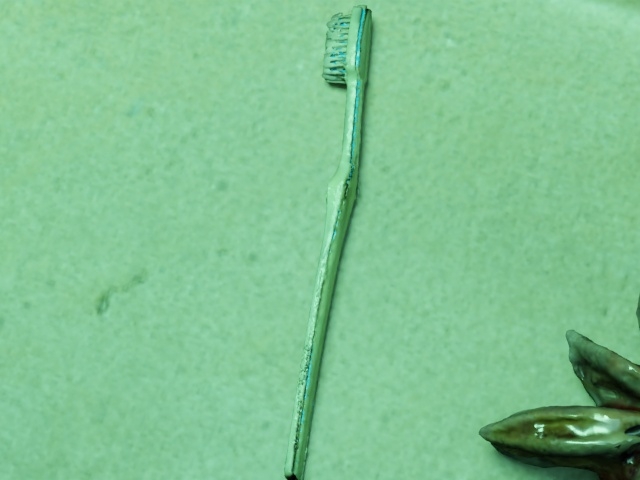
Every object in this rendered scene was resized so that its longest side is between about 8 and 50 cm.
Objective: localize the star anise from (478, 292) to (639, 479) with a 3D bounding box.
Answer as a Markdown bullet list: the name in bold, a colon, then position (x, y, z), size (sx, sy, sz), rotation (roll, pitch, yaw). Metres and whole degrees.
- **star anise**: position (0.214, 0.111, 0.857), size (0.229, 0.093, 0.236), rotation (27, 77, 12)

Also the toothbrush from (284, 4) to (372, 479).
- **toothbrush**: position (0.005, 0.001, 0.915), size (0.028, 0.026, 0.294), rotation (1, 78, 21)
